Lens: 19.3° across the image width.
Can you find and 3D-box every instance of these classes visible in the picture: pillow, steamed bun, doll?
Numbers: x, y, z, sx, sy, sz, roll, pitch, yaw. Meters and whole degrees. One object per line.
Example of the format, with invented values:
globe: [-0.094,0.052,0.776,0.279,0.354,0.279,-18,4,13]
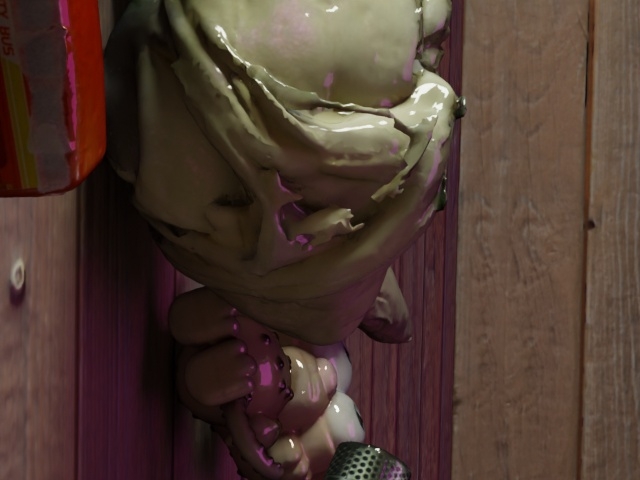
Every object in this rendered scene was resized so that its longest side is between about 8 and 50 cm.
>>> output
pillow: [0.000,0.000,1.543,0.173,0.067,0.270,57,7,15]
steamed bun: [-0.045,-0.080,1.211,0.280,0.207,0.268,132,-32,-63]
doll: [-0.043,0.114,1.419,0.278,0.119,0.154,39,32,-75]

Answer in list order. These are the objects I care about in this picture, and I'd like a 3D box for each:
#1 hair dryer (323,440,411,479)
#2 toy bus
hair dryer: [-0.029,0.338,1.367,0.284,0.156,0.320,102,10,-56]
toy bus: [-0.149,-0.107,0.925,0.079,0.077,0.174,-63,154,-66]
